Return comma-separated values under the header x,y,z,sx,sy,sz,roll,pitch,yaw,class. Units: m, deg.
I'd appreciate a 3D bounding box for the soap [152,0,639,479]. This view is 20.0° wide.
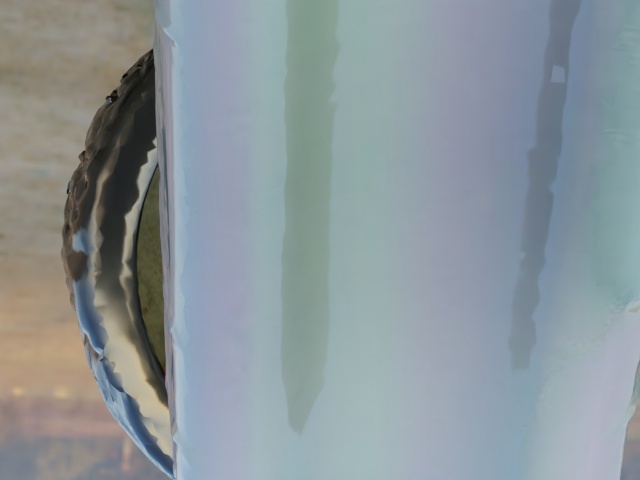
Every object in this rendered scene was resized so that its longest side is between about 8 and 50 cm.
x,y,z,sx,sy,sz,roll,pitch,yaw,class
0.015,-0.072,0.447,0.115,0.347,0.208,0,-142,-3,soap

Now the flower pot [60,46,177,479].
x,y,z,sx,sy,sz,roll,pitch,yaw,class
0.000,0.000,0.932,0.267,0.266,0.267,5,-177,-10,flower pot
